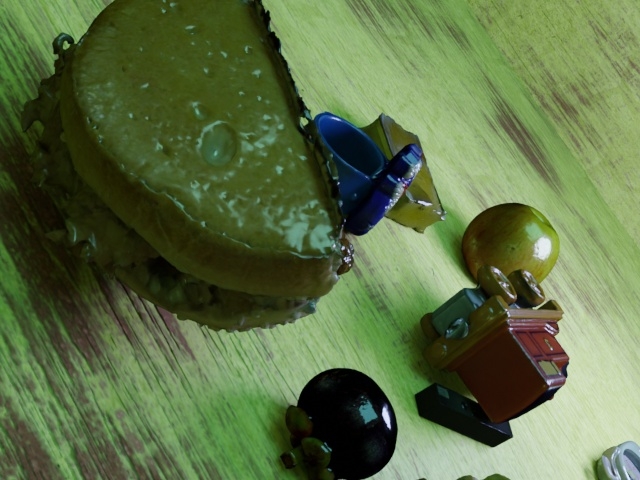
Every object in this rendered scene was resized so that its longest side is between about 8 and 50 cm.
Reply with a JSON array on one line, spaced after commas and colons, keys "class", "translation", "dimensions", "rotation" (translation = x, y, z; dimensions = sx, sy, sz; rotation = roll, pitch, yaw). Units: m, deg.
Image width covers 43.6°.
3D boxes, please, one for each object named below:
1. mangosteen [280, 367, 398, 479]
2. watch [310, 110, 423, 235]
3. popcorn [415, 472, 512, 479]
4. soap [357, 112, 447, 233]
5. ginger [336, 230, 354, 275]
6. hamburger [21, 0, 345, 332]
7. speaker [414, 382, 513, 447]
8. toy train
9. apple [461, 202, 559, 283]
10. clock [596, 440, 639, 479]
[{"class": "mangosteen", "translation": [0.018, 0.229, 0.962], "dimensions": [0.151, 0.137, 0.137], "rotation": [-29, 80, -26]}, {"class": "watch", "translation": [0.050, -0.124, 1.355], "dimensions": [0.200, 0.171, 0.196], "rotation": [38, 19, -3]}, {"class": "popcorn", "translation": [0.179, 0.395, 0.960], "dimensions": [0.233, 0.192, 0.266], "rotation": [-17, 47, -43]}, {"class": "soap", "translation": [0.160, -0.136, 1.587], "dimensions": [0.135, 0.076, 0.233], "rotation": [24, 39, -42]}, {"class": "ginger", "translation": [0.000, 0.000, 1.216], "dimensions": [0.162, 0.073, 0.103], "rotation": [35, 35, -30]}, {"class": "hamburger", "translation": [-0.176, -0.093, 0.886], "dimensions": [0.287, 0.268, 0.445], "rotation": [-8, 62, -24]}, {"class": "speaker", "translation": [0.230, 0.278, 1.267], "dimensions": [0.191, 0.046, 0.040], "rotation": [30, 36, -35]}, {"class": "toy train", "translation": [0.308, 0.175, 1.338], "dimensions": [0.369, 0.163, 0.232], "rotation": [9, 45, -57]}, {"class": "apple", "translation": [0.396, 0.012, 1.658], "dimensions": [0.196, 0.196, 0.196], "rotation": [35, 34, -28]}, {"class": "clock", "translation": [0.599, 0.472, 1.558], "dimensions": [0.191, 0.062, 0.151], "rotation": [11, 50, -49]}]
